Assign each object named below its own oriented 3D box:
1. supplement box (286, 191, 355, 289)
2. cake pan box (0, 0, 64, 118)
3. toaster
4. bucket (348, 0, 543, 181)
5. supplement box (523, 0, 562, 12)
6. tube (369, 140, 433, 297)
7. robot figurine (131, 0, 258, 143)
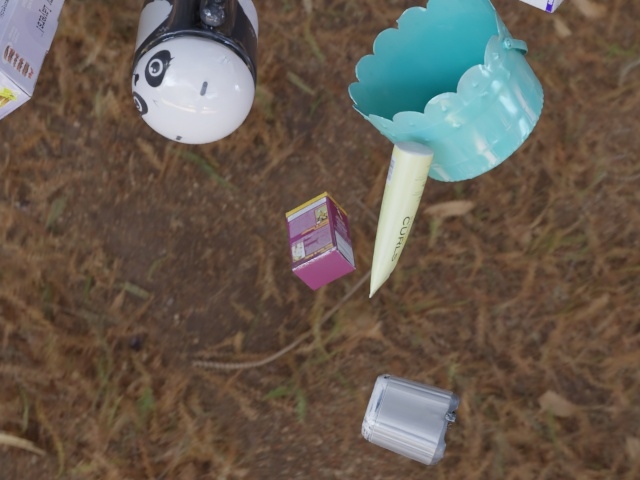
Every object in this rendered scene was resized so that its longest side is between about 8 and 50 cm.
[{"bbox_3d":[0.000,0.000,1.170,0.043,0.055,0.083,45,27,-41],"label":"supplement box"},{"bbox_3d":[-0.436,-0.215,1.405,0.070,0.245,0.267,47,30,-34],"label":"cake pan box"},{"bbox_3d":[0.154,0.307,1.950,0.146,0.227,0.129,17,78,7],"label":"toaster"},{"bbox_3d":[0.207,-0.242,1.797,0.183,0.281,0.281,44,61,-34],"label":"bucket"},{"bbox_3d":[0.262,-0.431,1.595,0.220,0.111,0.114,28,56,20],"label":"supplement box"},{"bbox_3d":[0.118,-0.033,1.734,0.070,0.062,0.240,-1,117,-29],"label":"tube"},{"bbox_3d":[-0.175,-0.260,1.566,0.173,0.209,0.278,-14,46,14],"label":"robot figurine"}]
